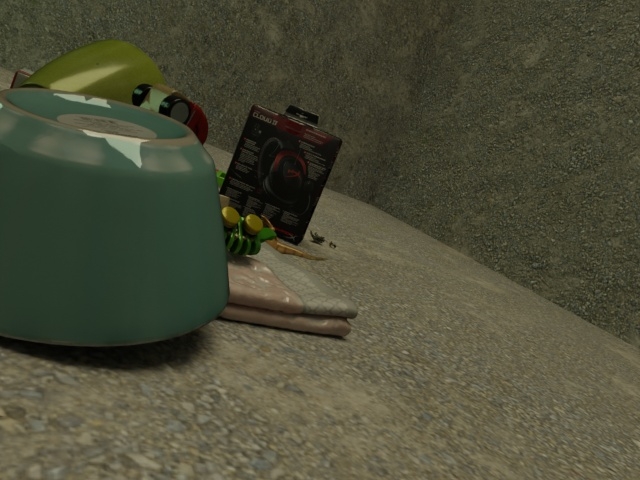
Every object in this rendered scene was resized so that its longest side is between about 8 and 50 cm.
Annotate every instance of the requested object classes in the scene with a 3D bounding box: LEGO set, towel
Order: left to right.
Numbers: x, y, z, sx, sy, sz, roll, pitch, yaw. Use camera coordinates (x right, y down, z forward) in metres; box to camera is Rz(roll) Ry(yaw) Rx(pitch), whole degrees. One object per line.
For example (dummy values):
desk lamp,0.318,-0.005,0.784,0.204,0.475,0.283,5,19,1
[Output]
towel,-0.150,0.028,0.863,0.317,0.053,0.332,16,10,-36
LEGO set,0.002,0.001,1.527,0.083,0.023,0.054,34,8,-14

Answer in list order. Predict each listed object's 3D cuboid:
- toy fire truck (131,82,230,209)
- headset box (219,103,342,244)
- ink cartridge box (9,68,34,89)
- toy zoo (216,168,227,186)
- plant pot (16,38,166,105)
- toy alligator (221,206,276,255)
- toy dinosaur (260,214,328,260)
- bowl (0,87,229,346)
toy fire truck,-0.289,-0.165,1.231,0.159,0.217,0.246,27,-5,31
headset box,-0.091,-0.168,1.405,0.218,0.293,0.110,22,9,2
ink cartridge box,-0.713,-0.344,1.460,0.073,0.127,0.175,20,9,-24
toy zoo,-0.399,-0.227,1.861,0.294,0.030,0.192,21,9,-8
plant pot,-0.527,-0.296,1.332,0.275,0.274,0.293,23,25,5
toy alligator,-0.140,-0.013,0.806,0.190,0.056,0.051,17,50,-34
toy dinosaur,-0.095,0.009,1.146,0.212,0.064,0.112,12,28,-7
bowl,-0.226,-0.046,0.584,0.312,0.163,0.311,14,18,-4
